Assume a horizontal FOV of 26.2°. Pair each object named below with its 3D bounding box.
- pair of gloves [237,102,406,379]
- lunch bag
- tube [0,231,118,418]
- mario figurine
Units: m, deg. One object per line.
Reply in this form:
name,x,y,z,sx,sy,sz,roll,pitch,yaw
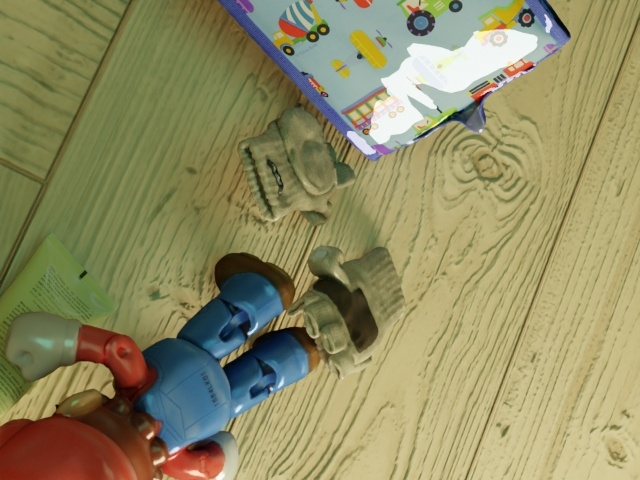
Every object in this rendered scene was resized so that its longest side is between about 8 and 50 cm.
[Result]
pair of gloves,0.000,0.000,1.233,0.240,0.042,0.204,67,24,-11
lunch bag,0.066,-0.211,1.229,0.221,0.138,0.293,-32,110,21
tube,-0.274,0.109,1.150,0.062,0.070,0.240,31,65,20
mario figurine,-0.160,0.135,1.167,0.198,0.170,0.320,46,52,12
